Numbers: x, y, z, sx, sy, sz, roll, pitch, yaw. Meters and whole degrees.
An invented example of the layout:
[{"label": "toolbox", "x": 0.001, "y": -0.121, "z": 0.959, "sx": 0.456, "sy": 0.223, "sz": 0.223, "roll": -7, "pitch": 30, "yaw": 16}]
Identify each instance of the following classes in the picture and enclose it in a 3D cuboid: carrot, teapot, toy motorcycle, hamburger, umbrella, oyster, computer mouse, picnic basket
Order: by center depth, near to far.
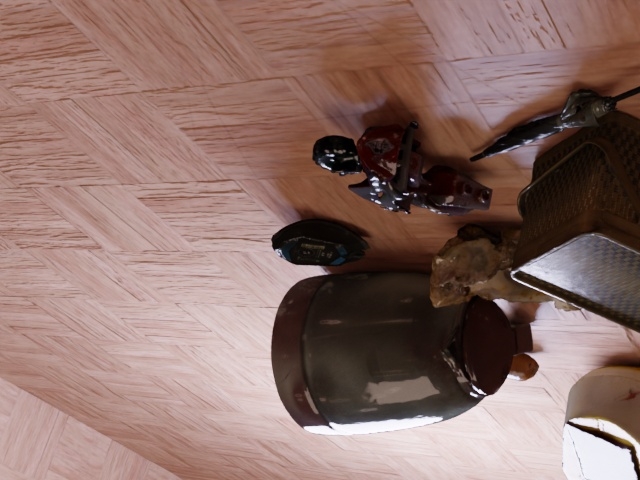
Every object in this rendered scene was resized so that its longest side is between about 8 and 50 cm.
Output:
[{"label": "umbrella", "x": 0.227, "y": -0.115, "z": 1.067, "sx": 0.044, "sy": 0.044, "sz": 0.269, "roll": 55, "pitch": 145, "yaw": -8}, {"label": "picnic basket", "x": 0.344, "y": -0.002, "z": 1.112, "sx": 0.267, "sy": 0.139, "sz": 0.165, "roll": 23, "pitch": 155, "yaw": -15}, {"label": "toy motorcycle", "x": 0.100, "y": -0.077, "z": 1.186, "sx": 0.213, "sy": 0.082, "sz": 0.122, "roll": 19, "pitch": 168, "yaw": -27}, {"label": "oyster", "x": 0.247, "y": 0.029, "z": 1.318, "sx": 0.233, "sy": 0.107, "sz": 0.161, "roll": -5, "pitch": 148, "yaw": 4}, {"label": "computer mouse", "x": 0.000, "y": 0.000, "z": 1.455, "sx": 0.135, "sy": 0.047, "sz": 0.079, "roll": 7, "pitch": 151, "yaw": -6}, {"label": "teapot", "x": 0.142, "y": 0.153, "z": 1.526, "sx": 0.312, "sy": 0.233, "sz": 0.315, "roll": -7, "pitch": 177, "yaw": 33}, {"label": "hamburger", "x": 0.484, "y": 0.315, "z": 1.654, "sx": 0.227, "sy": 0.151, "sz": 0.295, "roll": 25, "pitch": 149, "yaw": 29}, {"label": "carrot", "x": 0.239, "y": 0.183, "z": 1.705, "sx": 0.216, "sy": 0.048, "sz": 0.048, "roll": 11, "pitch": 156, "yaw": 23}]
